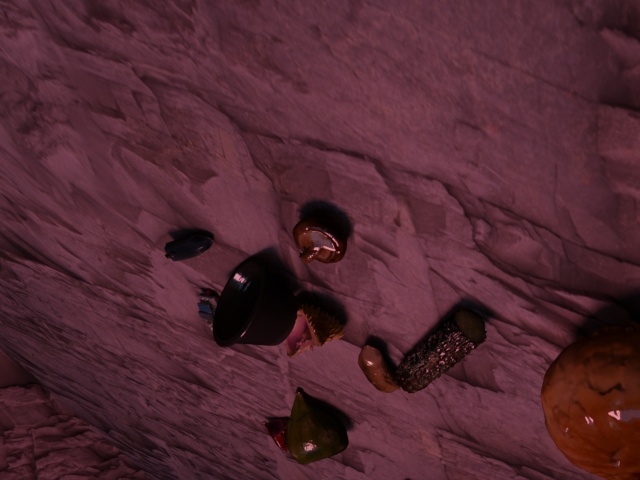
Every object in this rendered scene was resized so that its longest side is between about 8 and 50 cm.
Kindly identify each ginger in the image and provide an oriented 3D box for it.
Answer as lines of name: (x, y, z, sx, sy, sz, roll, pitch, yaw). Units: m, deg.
ginger: (0.153, 0.346, 1.366, 0.095, 0.069, 0.190, -13, 124, 39)

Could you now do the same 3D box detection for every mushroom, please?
mushroom: (0.000, 0.000, 1.106, 0.127, 0.087, 0.127, 15, 139, 13)

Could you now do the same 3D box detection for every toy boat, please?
toy boat: (-0.316, 0.221, 1.488, 0.069, 0.059, 0.173, 8, 133, 19)
toy boat: (-0.336, 0.015, 1.309, 0.141, 0.060, 0.055, -14, 122, 27)

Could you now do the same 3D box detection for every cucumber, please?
cucumber: (0.270, 0.289, 1.242, 0.096, 0.096, 0.359, 29, 138, -1)

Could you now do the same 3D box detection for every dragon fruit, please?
dragon fruit: (-0.134, 0.687, 1.824, 0.102, 0.096, 0.147, 57, 161, -14)

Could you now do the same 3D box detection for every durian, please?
durian: (-0.027, 0.238, 1.314, 0.165, 0.132, 0.182, 24, 149, 20)

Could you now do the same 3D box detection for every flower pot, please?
flower pot: (-0.152, 0.178, 1.280, 0.148, 0.235, 0.235, 29, 140, -29)

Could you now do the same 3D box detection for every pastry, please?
pastry: (0.643, 0.323, 0.978, 0.409, 0.245, 0.410, 15, 138, 14)

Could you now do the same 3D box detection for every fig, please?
fig: (-0.031, 0.599, 1.660, 0.203, 0.203, 0.235, -36, 69, 44)
